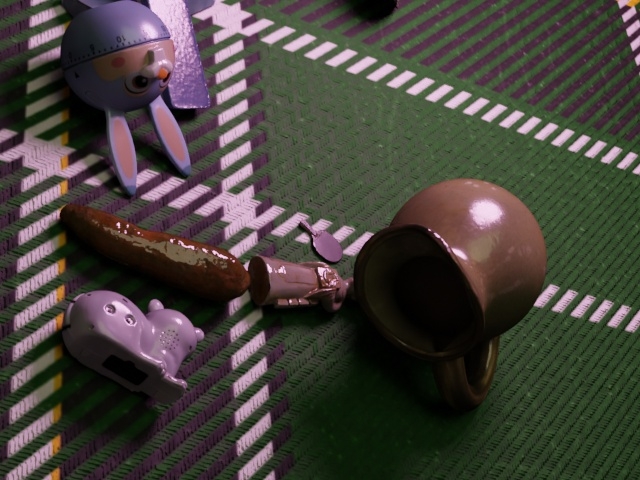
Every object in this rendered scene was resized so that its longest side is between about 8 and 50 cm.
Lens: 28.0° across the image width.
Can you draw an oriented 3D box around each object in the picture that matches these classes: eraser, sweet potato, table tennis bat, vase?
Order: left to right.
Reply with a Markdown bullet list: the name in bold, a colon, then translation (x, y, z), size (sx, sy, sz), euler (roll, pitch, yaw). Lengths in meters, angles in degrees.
- **sweet potato**: translation (-0.215, 0.018, 1.699), size (0.273, 0.075, 0.075), euler (21, 48, -19)
- **eraser**: translation (-0.224, -0.298, 1.902), size (0.082, 0.036, 0.225), euler (-10, 86, -49)
- **table tennis bat**: translation (0.000, 0.000, 1.920), size (0.083, 0.007, 0.050), euler (44, 43, -5)
- **vase**: translation (0.196, 0.091, 1.851), size (0.302, 0.241, 0.329), euler (-41, 123, -59)

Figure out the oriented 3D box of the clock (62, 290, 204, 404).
- **clock**: translation (-0.233, 0.113, 1.601), size (0.176, 0.080, 0.117), euler (32, 45, -16)

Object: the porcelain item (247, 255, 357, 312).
- **porcelain item**: translation (-0.001, 0.065, 1.837), size (0.213, 0.054, 0.084), euler (7, 57, -35)

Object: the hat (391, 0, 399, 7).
- **hat**: translation (0.090, -0.546, 2.295), size (0.128, 0.265, 0.265), euler (7, 48, 4)

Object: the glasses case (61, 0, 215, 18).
- **glasses case**: translation (-0.265, -0.378, 1.964), size (0.105, 0.056, 0.266), euler (50, 43, 3)

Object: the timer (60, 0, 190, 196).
- **timer**: translation (-0.255, -0.215, 1.774), size (0.175, 0.175, 0.255), euler (-22, 75, -45)
